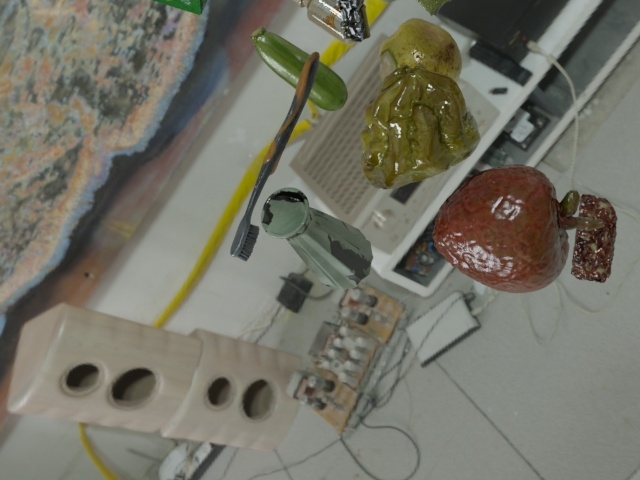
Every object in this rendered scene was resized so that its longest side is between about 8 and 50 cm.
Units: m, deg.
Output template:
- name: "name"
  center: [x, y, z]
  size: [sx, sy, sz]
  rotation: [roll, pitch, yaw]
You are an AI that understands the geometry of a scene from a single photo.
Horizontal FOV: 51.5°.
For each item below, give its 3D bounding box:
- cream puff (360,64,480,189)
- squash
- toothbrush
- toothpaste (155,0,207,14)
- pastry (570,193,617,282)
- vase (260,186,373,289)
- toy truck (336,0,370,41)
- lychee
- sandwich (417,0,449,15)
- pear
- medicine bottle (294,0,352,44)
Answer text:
- name: "cream puff"
  center: [0.214, -0.285, 1.588]
  size: [0.291, 0.257, 0.324]
  rotation: [-18, 18, 17]
- name: "squash"
  center: [-0.033, -0.292, 1.130]
  size: [0.066, 0.201, 0.066]
  rotation: [-43, 25, 27]
- name: "toothbrush"
  center: [-0.058, -0.123, 0.904]
  size: [0.023, 0.031, 0.321]
  rotation: [4, 70, 45]
- name: "toothpaste"
  center: [-0.270, -0.358, 0.826]
  size: [0.065, 0.266, 0.050]
  rotation: [114, 172, -67]
- name: "pastry"
  center: [0.658, -0.005, 1.593]
  size: [0.097, 0.115, 0.209]
  rotation: [6, 91, 10]
- name: "vase"
  center: [0.000, 0.000, 1.526]
  size: [0.165, 0.360, 0.165]
  rotation: [-9, 67, 22]
- name: "toy truck"
  center: [0.076, -0.496, 1.462]
  size: [0.052, 0.123, 0.063]
  rotation: [11, 51, 26]
- name: "lychee"
  center: [0.368, -0.021, 1.251]
  size: [0.299, 0.255, 0.255]
  rotation: [-2, 69, 31]
- name: "sandwich"
  center: [0.322, -0.704, 1.676]
  size: [0.245, 0.212, 0.063]
  rotation: [-33, 25, 42]
- name: "pear"
  center: [0.311, -0.562, 2.089]
  size: [0.271, 0.271, 0.271]
  rotation: [-23, 56, 38]
- name: "medicine bottle"
  center: [0.017, -0.729, 2.095]
  size: [0.252, 0.114, 0.114]
  rotation: [37, 101, 11]
